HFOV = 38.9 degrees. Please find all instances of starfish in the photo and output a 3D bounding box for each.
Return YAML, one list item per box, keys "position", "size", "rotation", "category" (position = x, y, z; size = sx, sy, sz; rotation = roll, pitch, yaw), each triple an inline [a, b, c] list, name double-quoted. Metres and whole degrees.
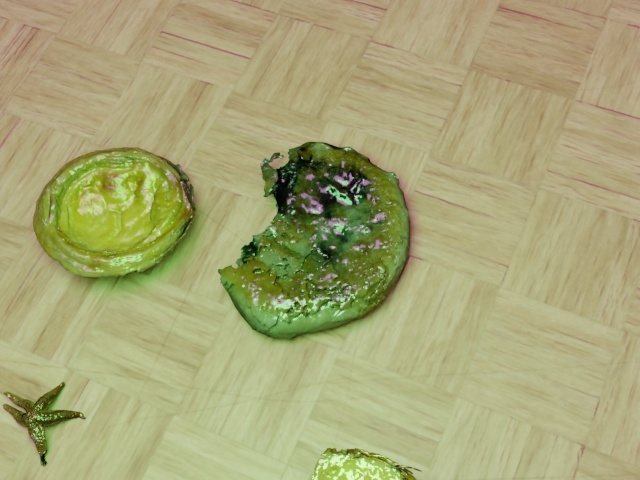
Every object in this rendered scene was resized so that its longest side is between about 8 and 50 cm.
- position: [-0.441, 0.288, 1.429]
  size: [0.133, 0.041, 0.130]
  rotation: [-11, 64, 1]
  category: "starfish"

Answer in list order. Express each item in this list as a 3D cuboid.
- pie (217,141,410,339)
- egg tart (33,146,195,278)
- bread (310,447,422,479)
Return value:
- position: [0.000, 0.000, 1.512]
  size: [0.296, 0.078, 0.371]
  rotation: [15, 65, 12]
  category: "pie"
- position: [-0.352, -0.044, 1.565]
  size: [0.279, 0.095, 0.279]
  rotation: [0, 61, 0]
  category: "egg tart"
- position: [0.106, 0.398, 1.261]
  size: [0.260, 0.147, 0.160]
  rotation: [18, 75, 21]
  category: "bread"
